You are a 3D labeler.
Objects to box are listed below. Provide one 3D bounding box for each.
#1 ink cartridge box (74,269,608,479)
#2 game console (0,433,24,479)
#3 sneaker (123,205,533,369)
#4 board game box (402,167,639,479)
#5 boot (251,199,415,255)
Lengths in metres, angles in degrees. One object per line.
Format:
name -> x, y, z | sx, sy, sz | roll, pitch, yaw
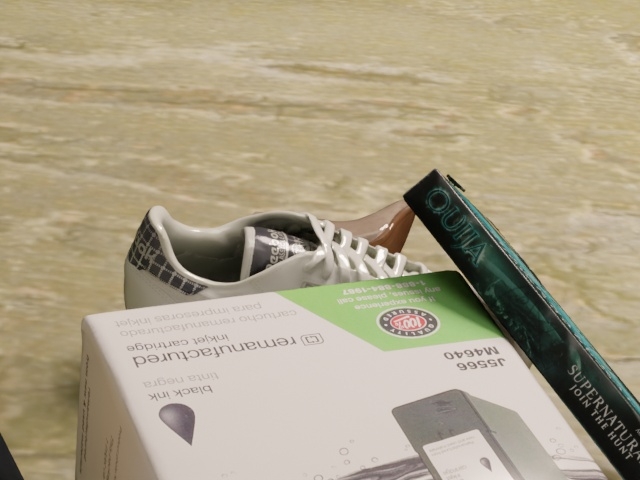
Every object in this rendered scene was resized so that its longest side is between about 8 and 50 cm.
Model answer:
ink cartridge box -> 0.021, 0.141, 0.762 | 0.198, 0.115, 0.273 | -6, 35, -21
game console -> -0.286, 0.078, 0.594 | 0.342, 0.060, 0.386 | -13, 41, -23
sneaker -> 0.010, 0.035, 0.942 | 0.235, 0.095, 0.090 | 4, 31, -10
board game box -> 0.120, 0.052, 0.875 | 0.186, 0.026, 0.126 | 53, 7, 21
boot -> 0.000, 0.000, 1.041 | 0.087, 0.042, 0.118 | 15, 34, 16
